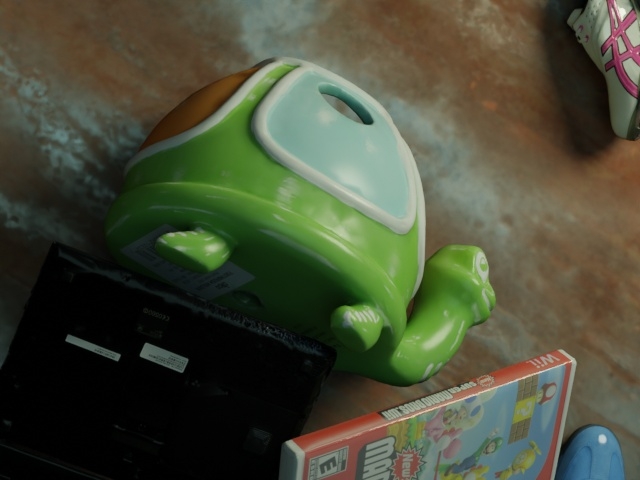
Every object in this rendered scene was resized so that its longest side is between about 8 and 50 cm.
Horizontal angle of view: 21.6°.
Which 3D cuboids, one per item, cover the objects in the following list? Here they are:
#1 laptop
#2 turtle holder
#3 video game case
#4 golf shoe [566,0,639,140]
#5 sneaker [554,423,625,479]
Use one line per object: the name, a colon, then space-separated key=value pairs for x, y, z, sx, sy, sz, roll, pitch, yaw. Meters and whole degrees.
laptop: x=-0.147 y=0.137 z=1.349 sx=0.234 sy=0.136 sz=0.264 roll=21 pitch=106 yaw=-10
turtle holder: x=-0.004 y=-0.010 z=1.371 sx=0.320 sy=0.243 sz=0.227 roll=17 pitch=62 yaw=5
video game case: x=0.085 y=0.213 z=1.395 sx=0.285 sy=0.025 sz=0.204 roll=-15 pitch=126 yaw=-31
golf shoe: x=0.269 y=-0.183 z=1.525 sx=0.086 sy=0.067 sz=0.186 roll=1 pitch=91 yaw=17
sneaker: x=0.239 y=0.269 z=1.495 sx=0.069 sy=0.082 sz=0.209 roll=14 pitch=85 yaw=-9
